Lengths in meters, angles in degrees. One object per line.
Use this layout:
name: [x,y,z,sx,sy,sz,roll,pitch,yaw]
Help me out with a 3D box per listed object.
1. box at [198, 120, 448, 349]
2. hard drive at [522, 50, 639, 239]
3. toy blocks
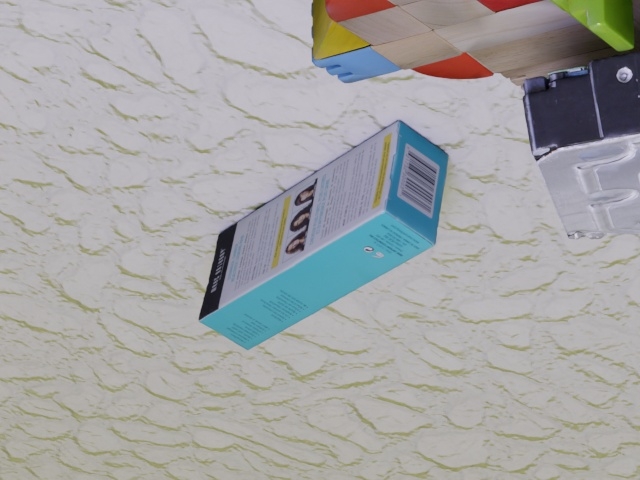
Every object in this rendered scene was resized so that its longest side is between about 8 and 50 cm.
box: [0.000,0.000,1.635,0.060,0.100,0.244,33,138,-26]
hard drive: [0.315,-0.078,1.278,0.339,0.064,0.237,-9,164,10]
toy blocks: [0.086,-0.189,1.291,0.261,0.191,0.381,-11,160,31]
